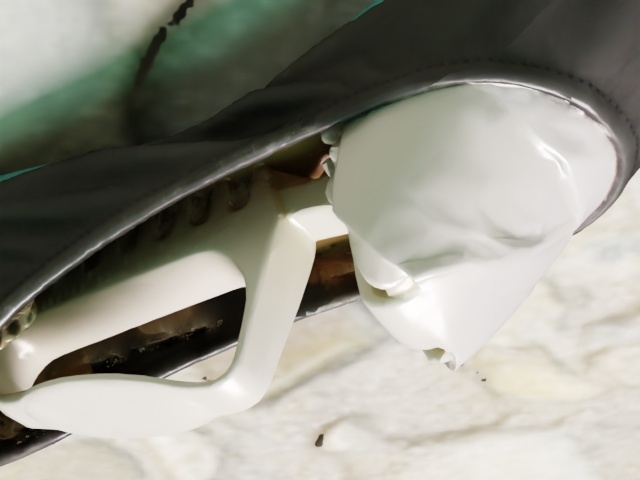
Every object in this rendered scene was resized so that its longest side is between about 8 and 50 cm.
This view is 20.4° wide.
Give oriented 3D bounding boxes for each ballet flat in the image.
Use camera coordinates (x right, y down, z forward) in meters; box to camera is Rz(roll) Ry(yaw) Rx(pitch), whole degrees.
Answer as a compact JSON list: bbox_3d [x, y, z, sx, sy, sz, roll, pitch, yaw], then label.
[{"bbox_3d":[0.000,0.000,0.504,0.280,0.096,0.095,-24,139,23],"label":"ballet flat"}]
